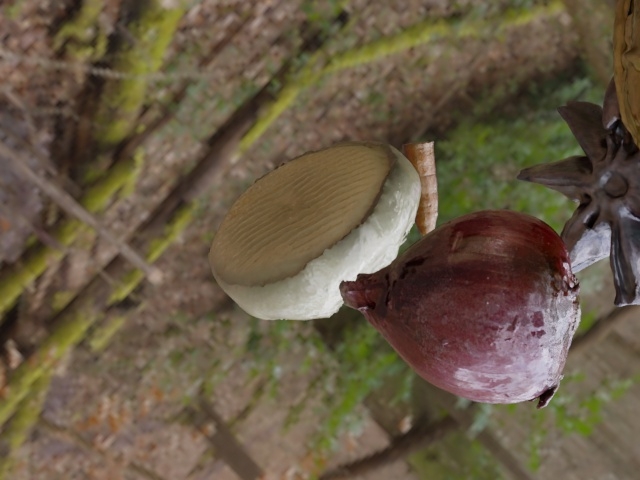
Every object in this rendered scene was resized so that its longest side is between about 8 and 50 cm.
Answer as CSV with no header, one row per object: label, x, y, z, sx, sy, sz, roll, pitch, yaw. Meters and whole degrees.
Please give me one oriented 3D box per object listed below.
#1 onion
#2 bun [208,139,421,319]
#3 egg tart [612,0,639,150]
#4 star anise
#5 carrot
onion,0.112,0.050,1.157,0.159,0.195,0.159,6,90,-79
bun,0.000,0.000,1.812,0.287,0.146,0.287,-22,-150,14
egg tart,0.389,-0.139,1.196,0.169,0.388,0.388,-20,155,-41
star anise,0.373,-0.040,1.657,0.139,0.316,0.359,1,95,-39
carrot,0.147,-0.074,2.061,0.048,0.139,0.048,-6,-170,1
